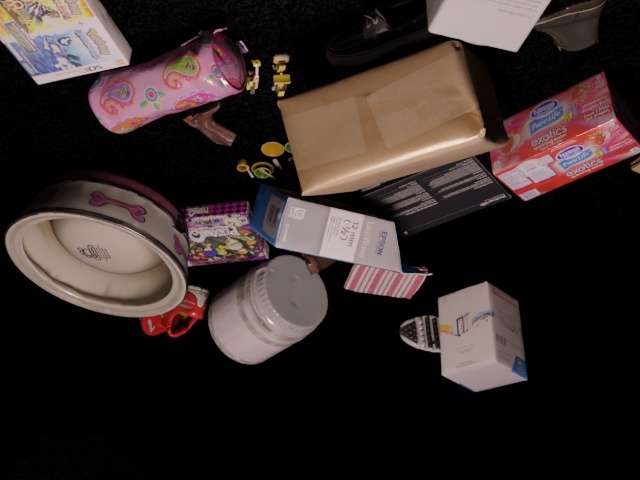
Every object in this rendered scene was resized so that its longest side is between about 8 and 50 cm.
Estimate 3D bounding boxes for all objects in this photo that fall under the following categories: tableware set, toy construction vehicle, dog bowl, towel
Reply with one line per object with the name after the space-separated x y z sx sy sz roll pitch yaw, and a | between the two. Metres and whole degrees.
-0.100 -0.167 1.705 0.154 0.024 0.104 -11 146 18 | tableware set
-0.093 -0.294 1.470 0.085 0.035 0.098 -6 151 -19 | toy construction vehicle
-0.478 0.005 1.819 0.407 0.150 0.408 8 145 5 | dog bowl
0.169 0.101 2.134 0.197 0.029 0.144 9 147 -9 | towel

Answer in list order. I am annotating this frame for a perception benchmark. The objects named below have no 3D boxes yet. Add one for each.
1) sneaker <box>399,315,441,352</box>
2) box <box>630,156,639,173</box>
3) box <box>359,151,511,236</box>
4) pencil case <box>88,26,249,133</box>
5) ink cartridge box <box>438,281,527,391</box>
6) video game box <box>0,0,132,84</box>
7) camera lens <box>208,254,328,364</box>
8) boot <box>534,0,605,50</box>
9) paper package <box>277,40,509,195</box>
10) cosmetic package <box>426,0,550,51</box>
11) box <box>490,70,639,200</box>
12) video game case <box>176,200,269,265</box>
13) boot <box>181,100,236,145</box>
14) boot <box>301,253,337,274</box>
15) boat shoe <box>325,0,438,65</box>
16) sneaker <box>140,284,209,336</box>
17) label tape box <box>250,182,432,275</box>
0.368 0.288 2.367 0.292 0.110 0.118 7 156 -10 | sneaker
0.784 -0.165 1.706 0.201 0.021 0.164 19 143 -26 | box
0.237 -0.126 1.696 0.261 0.103 0.184 -21 139 30 | box
-0.269 -0.281 1.441 0.284 0.124 0.124 -16 145 23 | pencil case
0.434 0.261 2.193 0.168 0.233 0.171 -23 142 36 | ink cartridge box
-0.450 -0.361 1.375 0.187 0.048 0.205 -11 147 13 | video game box
-0.140 0.180 2.078 0.219 0.219 0.274 22 142 -31 | camera lens
0.376 -0.355 1.359 0.197 0.077 0.137 -6 153 13 | boot
0.136 -0.199 1.405 0.324 0.168 0.309 -16 178 21 | paper package
0.256 -0.406 1.197 0.151 0.151 0.184 10 146 -14 | cosmetic package
0.465 -0.196 1.561 0.256 0.123 0.128 -25 140 34 | box
-0.258 -0.013 1.936 0.232 0.042 0.210 -5 148 8 | video game case
-0.198 -0.229 1.593 0.106 0.037 0.114 -11 146 41 | boot
0.000 0.000 1.942 0.106 0.082 0.219 -19 151 1 | boot
0.110 -0.360 1.347 0.228 0.080 0.076 -12 140 17 | boat shoe
-0.413 0.214 2.230 0.107 0.118 0.279 25 140 -33 | sneaker
0.047 -0.023 1.739 0.347 0.115 0.249 11 -173 -19 | label tape box
